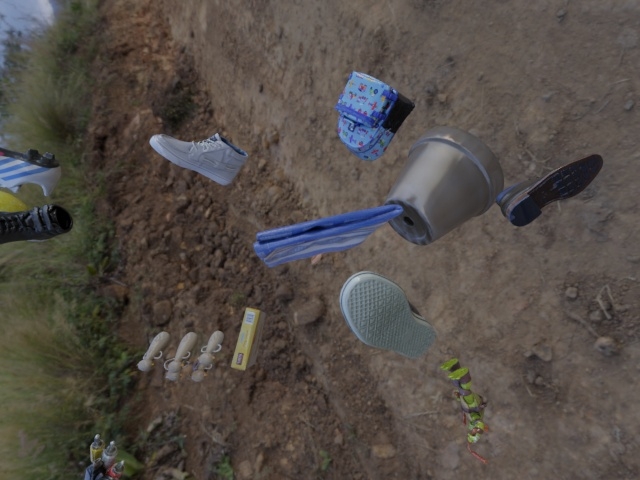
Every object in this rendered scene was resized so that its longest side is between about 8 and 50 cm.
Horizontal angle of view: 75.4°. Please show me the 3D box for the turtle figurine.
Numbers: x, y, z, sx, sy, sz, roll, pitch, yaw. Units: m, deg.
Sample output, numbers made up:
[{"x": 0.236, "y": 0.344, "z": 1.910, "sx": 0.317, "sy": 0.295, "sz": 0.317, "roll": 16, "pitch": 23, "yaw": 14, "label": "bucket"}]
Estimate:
[{"x": 0.411, "y": 0.451, "z": 1.139, "sx": 0.269, "sy": 0.087, "sz": 0.217, "roll": -46, "pitch": -65, "yaw": -76, "label": "turtle figurine"}]

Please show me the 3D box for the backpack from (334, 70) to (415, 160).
[{"x": 0.106, "y": -0.285, "z": 0.973, "sx": 0.158, "sy": 0.116, "sz": 0.173, "roll": 44, "pitch": 114, "yaw": 33, "label": "backpack"}]

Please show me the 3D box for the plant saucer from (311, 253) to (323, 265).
[{"x": -0.007, "y": 0.041, "z": 1.301, "sx": 0.083, "sy": 0.013, "sz": 0.083, "roll": -54, "pitch": 12, "yaw": 18, "label": "plant saucer"}]

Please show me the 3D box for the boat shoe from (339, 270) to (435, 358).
[{"x": 0.188, "y": 0.217, "z": 1.237, "sx": 0.156, "sy": 0.187, "sz": 0.500, "roll": 42, "pitch": -177, "yaw": 43, "label": "boat shoe"}]

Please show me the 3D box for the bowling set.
[{"x": -0.438, "y": 0.424, "z": 1.403, "sx": 0.154, "sy": 0.286, "sz": 0.200, "roll": -71, "pitch": -32, "yaw": -52, "label": "bowling set"}]

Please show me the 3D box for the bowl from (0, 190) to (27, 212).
[{"x": -1.195, "y": -0.095, "z": 1.414, "sx": 0.289, "sy": 0.289, "sz": 0.156, "roll": 42, "pitch": 160, "yaw": 57, "label": "bowl"}]

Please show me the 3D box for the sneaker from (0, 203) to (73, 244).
[{"x": -0.824, "y": -0.051, "z": 1.136, "sx": 0.295, "sy": 0.146, "sz": 0.105, "roll": -10, "pitch": -99, "yaw": -74, "label": "sneaker"}]

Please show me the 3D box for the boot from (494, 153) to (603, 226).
[{"x": 0.490, "y": -0.126, "z": 0.912, "sx": 0.082, "sy": 0.219, "sz": 0.106, "roll": 51, "pitch": -168, "yaw": -22, "label": "boot"}]

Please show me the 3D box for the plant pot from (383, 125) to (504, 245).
[{"x": 0.356, "y": -0.145, "z": 1.300, "sx": 0.323, "sy": 0.280, "sz": 0.323, "roll": 38, "pitch": 157, "yaw": 19, "label": "plant pot"}]

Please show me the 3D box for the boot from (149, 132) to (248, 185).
[{"x": -0.328, "y": -0.257, "z": 1.155, "sx": 0.123, "sy": 0.258, "sz": 0.095, "roll": -47, "pitch": 47, "yaw": 20, "label": "boot"}]

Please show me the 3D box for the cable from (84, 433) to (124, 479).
[{"x": -0.567, "y": 0.632, "z": 1.077, "sx": 0.139, "sy": 0.072, "sz": 0.287, "roll": 37, "pitch": 122, "yaw": 17, "label": "cable"}]

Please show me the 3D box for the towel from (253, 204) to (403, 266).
[{"x": 0.000, "y": 0.000, "z": 0.664, "sx": 0.285, "sy": 0.209, "sz": 0.034, "roll": 127, "pitch": 129, "yaw": -82, "label": "towel"}]

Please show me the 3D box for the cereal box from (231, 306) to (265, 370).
[{"x": -0.215, "y": 0.300, "z": 1.276, "sx": 0.240, "sy": 0.047, "sz": 0.173, "roll": 99, "pitch": -177, "yaw": -78, "label": "cereal box"}]

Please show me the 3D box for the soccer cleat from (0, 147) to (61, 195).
[{"x": -0.965, "y": -0.219, "z": 1.231, "sx": 0.116, "sy": 0.331, "sz": 0.143, "roll": -119, "pitch": 46, "yaw": -62, "label": "soccer cleat"}]
